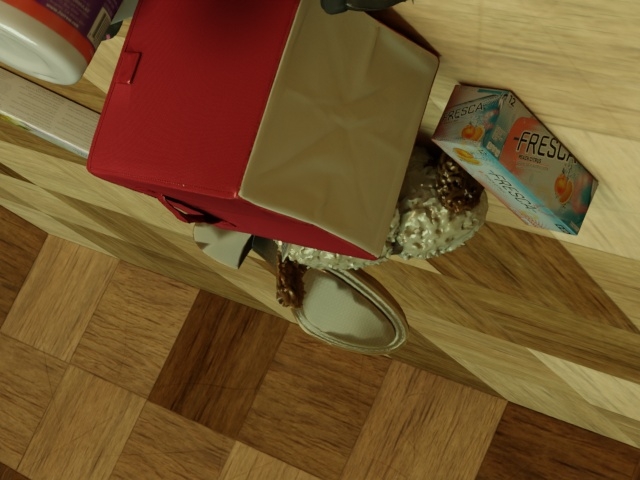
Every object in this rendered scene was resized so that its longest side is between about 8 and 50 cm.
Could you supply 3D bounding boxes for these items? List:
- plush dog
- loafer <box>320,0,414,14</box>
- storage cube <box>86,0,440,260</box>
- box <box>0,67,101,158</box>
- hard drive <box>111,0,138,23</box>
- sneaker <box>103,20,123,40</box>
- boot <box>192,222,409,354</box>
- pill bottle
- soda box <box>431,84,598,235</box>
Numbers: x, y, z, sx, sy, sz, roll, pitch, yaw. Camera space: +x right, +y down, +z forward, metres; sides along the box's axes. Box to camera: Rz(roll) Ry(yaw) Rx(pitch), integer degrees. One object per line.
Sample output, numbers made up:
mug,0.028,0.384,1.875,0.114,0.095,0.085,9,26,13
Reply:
plush dog,0.064,-0.036,1.314,0.225,0.211,0.262,-1,174,-7
loafer,0.038,-0.202,0.819,0.078,0.080,0.220,2,179,1
storage cube,-0.046,-0.109,1.057,0.193,0.215,0.183,13,172,43
box,-0.403,-0.184,1.909,0.324,0.067,0.063,24,170,-1
hard drive,-0.319,-0.264,1.108,0.318,0.040,0.210,23,-156,9
sneaker,-0.289,-0.256,1.294,0.178,0.072,0.077,34,178,-14
boot,0.000,0.000,1.490,0.283,0.109,0.220,28,-147,2
pill bottle,-0.172,-0.215,0.868,0.108,0.194,0.108,24,169,5
soda box,0.179,-0.071,1.143,0.063,0.058,0.183,15,166,43
